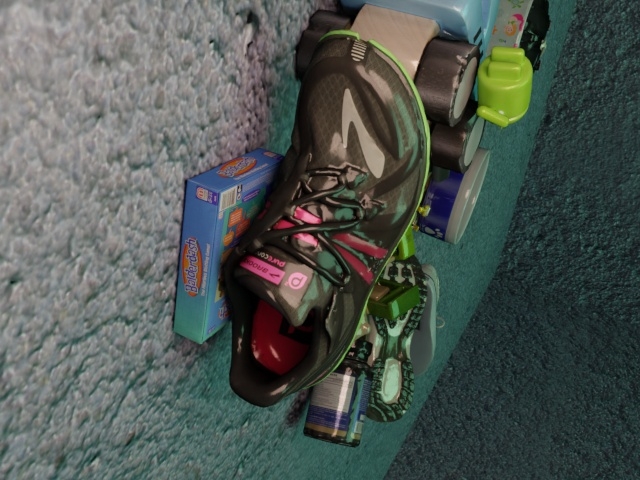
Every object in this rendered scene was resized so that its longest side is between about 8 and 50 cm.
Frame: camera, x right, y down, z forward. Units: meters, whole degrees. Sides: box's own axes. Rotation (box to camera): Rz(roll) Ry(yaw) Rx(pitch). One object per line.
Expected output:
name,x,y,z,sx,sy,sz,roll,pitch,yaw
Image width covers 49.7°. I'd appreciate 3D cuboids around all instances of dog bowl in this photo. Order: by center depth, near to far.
dog bowl,0.355,-0.127,1.829,0.265,0.104,0.264,20,90,-74

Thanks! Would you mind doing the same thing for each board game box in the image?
board game box,-0.113,0.003,0.875,0.160,0.047,0.210,-37,143,-57

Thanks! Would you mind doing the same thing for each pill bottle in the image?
pill bottle,0.045,0.316,1.464,0.123,0.123,0.219,51,51,-67

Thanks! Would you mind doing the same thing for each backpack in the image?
backpack,0.397,-0.448,1.510,0.253,0.191,0.225,-37,142,-67

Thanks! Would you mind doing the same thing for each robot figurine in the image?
robot figurine,0.234,-0.194,0.880,0.115,0.067,0.101,67,34,-59

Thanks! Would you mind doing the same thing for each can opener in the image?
can opener,0.253,-0.231,1.570,0.093,0.074,0.280,-29,149,-5

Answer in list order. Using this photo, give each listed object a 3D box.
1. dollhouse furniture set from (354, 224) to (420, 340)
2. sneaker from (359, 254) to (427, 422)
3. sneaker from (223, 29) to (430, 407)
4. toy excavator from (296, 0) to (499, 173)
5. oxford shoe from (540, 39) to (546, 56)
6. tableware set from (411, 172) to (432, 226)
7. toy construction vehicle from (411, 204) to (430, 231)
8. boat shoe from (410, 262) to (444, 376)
dollhouse furniture set,0.028,0.078,1.291,0.302,0.151,0.197,-28,117,-36
sneaker,0.127,0.207,1.625,0.158,0.182,0.410,15,80,-26
sneaker,0.000,0.000,0.825,0.202,0.185,0.482,-37,143,-63
toy excavator,0.154,-0.378,0.930,0.445,0.222,0.433,-66,159,-12
oxford shoe,0.572,-0.588,1.915,0.169,0.130,0.449,-27,134,-59
tableware set,0.246,-0.100,1.730,0.141,0.020,0.168,-52,155,-37
toy construction vehicle,0.216,-0.063,1.657,0.098,0.035,0.085,5,109,-47
boat shoe,0.293,0.227,2.051,0.156,0.136,0.367,-46,141,-52
